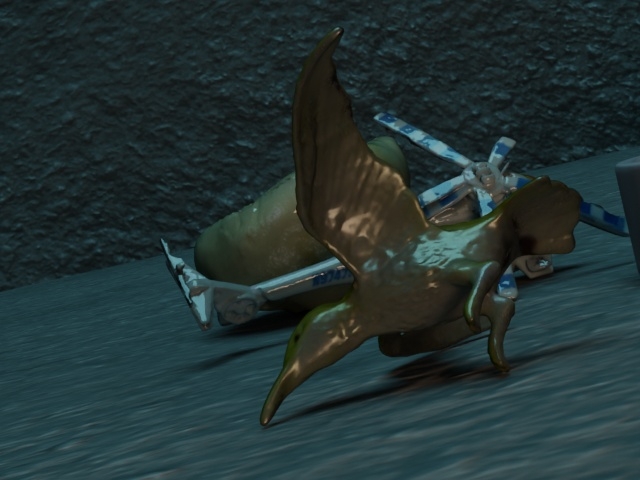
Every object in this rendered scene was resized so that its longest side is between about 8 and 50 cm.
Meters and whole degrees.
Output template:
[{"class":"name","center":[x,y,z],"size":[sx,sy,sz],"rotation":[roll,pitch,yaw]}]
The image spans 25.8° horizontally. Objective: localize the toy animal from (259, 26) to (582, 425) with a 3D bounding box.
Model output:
[{"class":"toy animal","center":[0.039,0.022,0.603],"size":[0.095,0.219,0.155],"rotation":[10,54,36]}]

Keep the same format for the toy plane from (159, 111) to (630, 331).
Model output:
[{"class":"toy plane","center":[0.050,0.016,0.899],"size":[0.273,0.107,0.182],"rotation":[-33,55,-23]}]

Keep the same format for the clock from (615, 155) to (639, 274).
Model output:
[{"class":"clock","center":[0.268,-0.031,0.779],"size":[0.196,0.068,0.197],"rotation":[-12,3,1]}]

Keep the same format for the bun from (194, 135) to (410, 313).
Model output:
[{"class":"bun","center":[0.000,0.000,1.032],"size":[0.183,0.102,0.183],"rotation":[-31,-1,-1]}]
